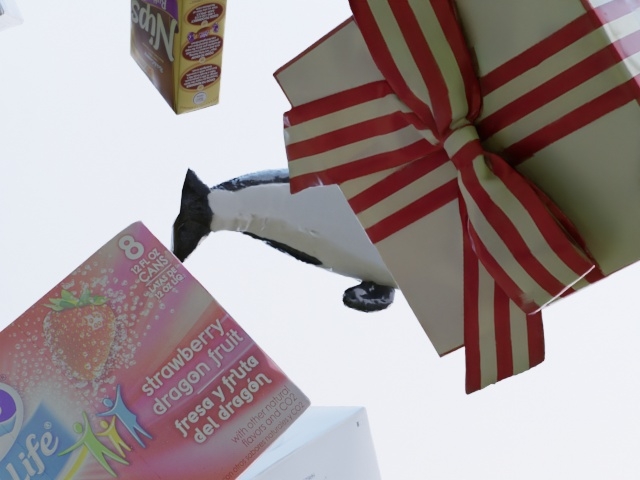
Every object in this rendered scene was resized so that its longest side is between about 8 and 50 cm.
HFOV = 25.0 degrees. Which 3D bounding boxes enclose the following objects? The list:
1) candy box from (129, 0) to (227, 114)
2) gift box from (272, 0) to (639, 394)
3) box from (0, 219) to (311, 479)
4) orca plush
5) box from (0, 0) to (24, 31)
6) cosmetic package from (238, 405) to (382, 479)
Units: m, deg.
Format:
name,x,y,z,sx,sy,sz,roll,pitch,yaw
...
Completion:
name,x,y,z,sx,sy,sz,roll,pitch,yaw
candy box,-0.133,-0.223,1.344,0.109,0.053,0.186,51,-31,37
gift box,0.138,-0.071,0.965,0.276,0.258,0.255,-37,-95,37
box,-0.168,0.148,0.770,0.142,0.300,0.154,47,-23,2
orca plush,0.000,0.000,1.310,0.102,0.287,0.151,151,-70,-67
box,-0.381,-0.209,1.259,0.203,0.103,0.114,-21,-86,0
cosmetic package,-0.092,0.263,1.429,0.225,0.224,0.138,-2,-75,39
